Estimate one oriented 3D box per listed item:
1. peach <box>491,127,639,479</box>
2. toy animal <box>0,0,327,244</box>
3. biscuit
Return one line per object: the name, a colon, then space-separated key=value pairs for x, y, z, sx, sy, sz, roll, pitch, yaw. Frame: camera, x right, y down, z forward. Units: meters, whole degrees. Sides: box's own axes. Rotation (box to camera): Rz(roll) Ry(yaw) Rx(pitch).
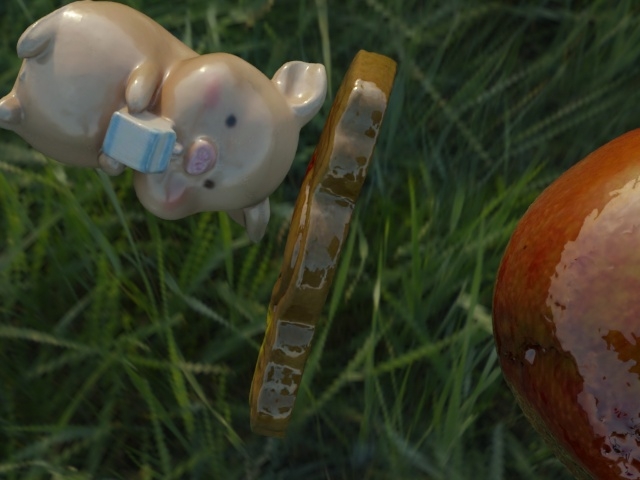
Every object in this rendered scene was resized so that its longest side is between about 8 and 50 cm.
peach: x=0.208 y=0.047 z=1.035 sx=0.231 sy=0.231 sz=0.231 roll=0 pitch=80 yaw=1
toy animal: x=-0.152 y=-0.124 z=1.845 sx=0.256 sy=0.213 sz=0.195 roll=31 pitch=110 yaw=10
biscuit: x=-0.003 y=-0.001 z=1.358 sx=0.044 sy=0.186 sz=0.295 roll=15 pitch=121 yaw=-3
